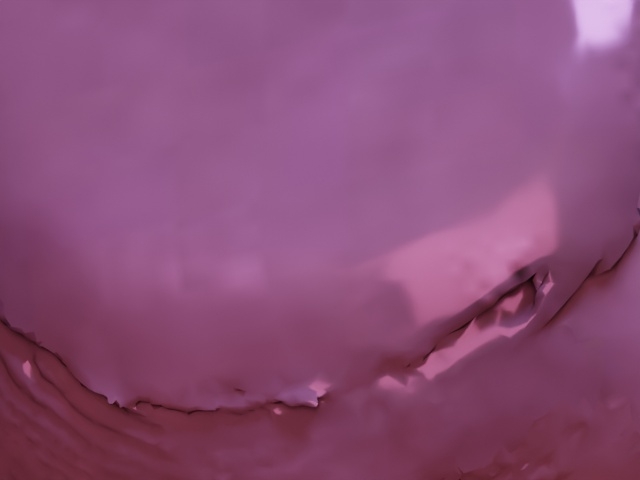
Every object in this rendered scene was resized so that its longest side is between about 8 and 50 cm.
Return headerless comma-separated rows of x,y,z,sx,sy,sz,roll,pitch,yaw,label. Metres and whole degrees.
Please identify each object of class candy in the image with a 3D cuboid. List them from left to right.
0.000,0.000,0.562,0.295,0.185,0.295,-8,65,17,candy
